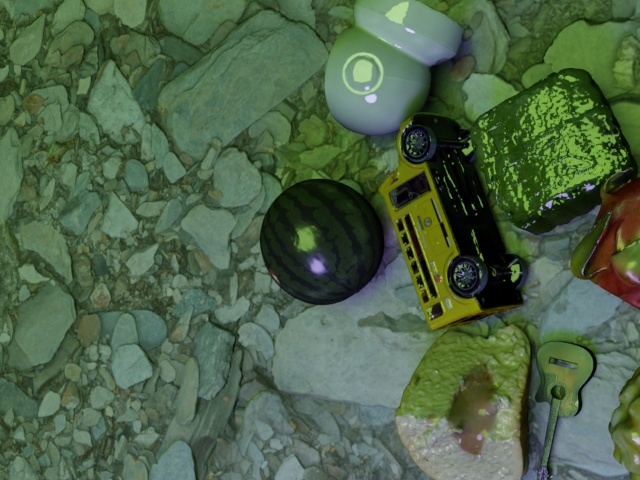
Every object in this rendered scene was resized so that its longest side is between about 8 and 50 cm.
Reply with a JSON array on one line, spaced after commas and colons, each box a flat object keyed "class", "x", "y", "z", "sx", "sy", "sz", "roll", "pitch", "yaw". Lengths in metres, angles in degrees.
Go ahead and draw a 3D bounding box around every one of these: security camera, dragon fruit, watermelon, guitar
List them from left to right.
[{"class": "watermelon", "x": 0.000, "y": 0.000, "z": 1.515, "sx": 0.212, "sy": 0.212, "sz": 0.212, "roll": -4, "pitch": 83, "yaw": 29}, {"class": "security camera", "x": 0.107, "y": -0.284, "z": 1.498, "sx": 0.194, "sy": 0.194, "sz": 0.236, "roll": 34, "pitch": 104, "yaw": 28}, {"class": "guitar", "x": 0.358, "y": 0.268, "z": 1.384, "sx": 0.088, "sy": 0.025, "sz": 0.233, "roll": 11, "pitch": 91, "yaw": 30}, {"class": "dragon fruit", "x": 0.475, "y": -0.003, "z": 1.242, "sx": 0.224, "sy": 0.224, "sz": 0.227, "roll": 26, "pitch": 104, "yaw": 29}]

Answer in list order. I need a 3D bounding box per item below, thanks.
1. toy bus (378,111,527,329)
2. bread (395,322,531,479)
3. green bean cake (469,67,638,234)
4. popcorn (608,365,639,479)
[{"class": "toy bus", "x": 0.196, "y": -0.032, "z": 1.439, "sx": 0.151, "sy": 0.145, "sz": 0.331, "roll": -31, "pitch": 71, "yaw": 40}, {"class": "bread", "x": 0.241, "y": 0.277, "z": 1.421, "sx": 0.183, "sy": 0.224, "sz": 0.211, "roll": -2, "pitch": 125, "yaw": 24}, {"class": "green bean cake", "x": 0.354, "y": -0.132, "z": 1.380, "sx": 0.214, "sy": 0.113, "sz": 0.200, "roll": -28, "pitch": 72, "yaw": 25}, {"class": "popcorn", "x": 0.540, "y": 0.275, "z": 1.156, "sx": 0.335, "sy": 0.274, "sz": 0.279, "roll": 33, "pitch": 73, "yaw": 20}]
